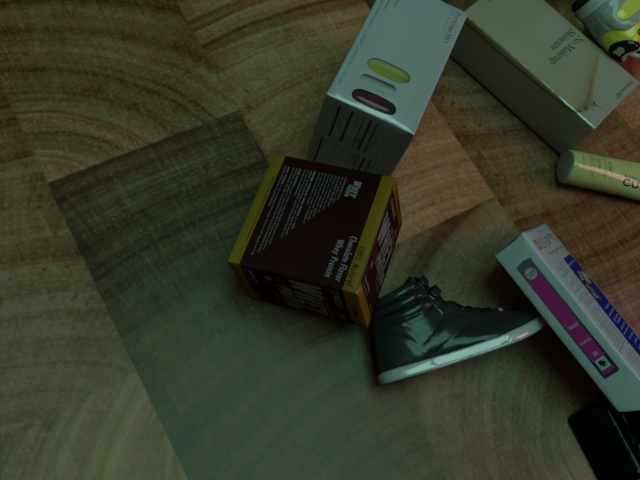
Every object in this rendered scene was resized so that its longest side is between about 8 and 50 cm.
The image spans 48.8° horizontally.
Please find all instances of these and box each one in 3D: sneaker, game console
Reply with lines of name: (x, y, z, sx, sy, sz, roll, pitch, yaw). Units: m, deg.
sneaker: (0.207, 0.110, 1.081, 0.296, 0.104, 0.147, -15, 77, -12)
game console: (0.464, 0.309, 1.100, 0.107, 0.071, 0.122, -7, 67, -45)
sneaker: (0.636, -0.415, 1.348, 0.385, 0.145, 0.147, -16, 80, -29)

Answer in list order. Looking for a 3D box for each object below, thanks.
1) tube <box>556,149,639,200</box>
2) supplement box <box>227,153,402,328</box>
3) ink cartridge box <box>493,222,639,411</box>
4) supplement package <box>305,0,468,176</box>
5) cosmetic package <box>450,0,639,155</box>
tube: (0.545, -0.113, 1.265, 0.240, 0.062, 0.070, 11, 107, -11)
supplement box: (0.000, 0.000, 1.044, 0.194, 0.129, 0.191, 13, 64, 18)
ink cartridge box: (0.423, 0.137, 1.082, 0.371, 0.069, 0.176, 52, 26, 14)
supplement package: (0.105, -0.249, 1.156, 0.145, 0.204, 0.262, 25, 65, 0)
cosmetic package: (0.399, -0.320, 1.291, 0.309, 0.113, 0.160, 44, 67, 9)
